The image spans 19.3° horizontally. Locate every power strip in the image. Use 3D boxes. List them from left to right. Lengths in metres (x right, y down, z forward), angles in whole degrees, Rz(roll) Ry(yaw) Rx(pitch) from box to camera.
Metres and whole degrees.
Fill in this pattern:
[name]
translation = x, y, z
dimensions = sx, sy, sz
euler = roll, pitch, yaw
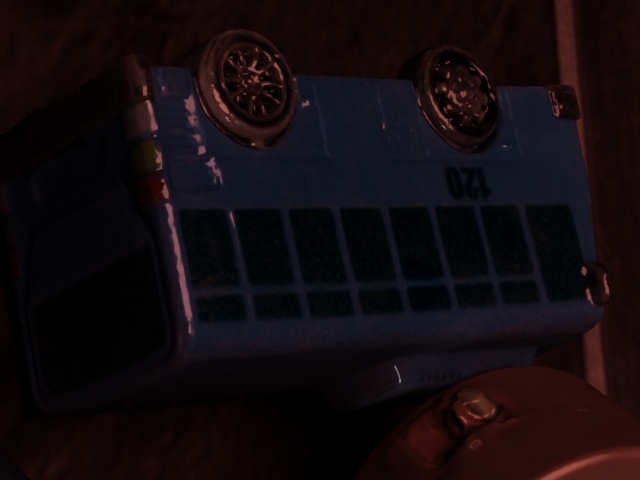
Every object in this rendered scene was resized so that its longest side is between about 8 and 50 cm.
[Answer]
[power strip]
translation = 0.080, 0.128, 0.732
dimensions = 0.154, 0.078, 0.154
euler = -14, 121, -25

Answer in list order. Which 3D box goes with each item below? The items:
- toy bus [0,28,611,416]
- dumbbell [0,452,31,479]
[toy bus]
translation = 0.000, 0.000, 0.736
dimensions = 0.234, 0.116, 0.133
euler = -1, 73, -41
[dumbbell]
translation = -0.116, 0.088, 0.577
dimensions = 0.144, 0.160, 0.325
euler = -48, 111, -11
